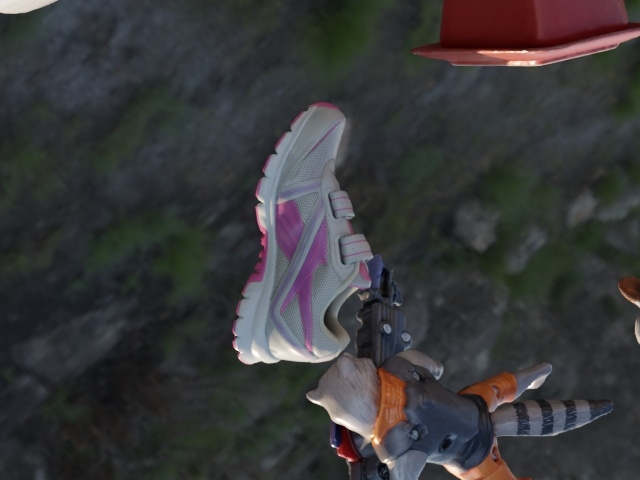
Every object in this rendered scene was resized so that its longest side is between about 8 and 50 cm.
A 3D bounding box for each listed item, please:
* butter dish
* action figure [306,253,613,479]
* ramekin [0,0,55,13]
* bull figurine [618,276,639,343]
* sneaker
[{"bbox_3d":[0.175,-0.212,1.229,0.160,0.118,0.160,-16,-165,-38],"label":"butter dish"},{"bbox_3d":[0.138,0.160,1.617,0.330,0.341,0.178,10,153,-30],"label":"action figure"},{"bbox_3d":[-0.371,-0.411,1.774,0.135,0.277,0.277,-21,-177,36],"label":"ramekin"},{"bbox_3d":[0.364,0.074,1.269,0.188,0.101,0.310,-36,146,-1],"label":"bull figurine"},{"bbox_3d":[0.000,0.000,1.356,0.103,0.111,0.252,-20,121,-73],"label":"sneaker"}]
